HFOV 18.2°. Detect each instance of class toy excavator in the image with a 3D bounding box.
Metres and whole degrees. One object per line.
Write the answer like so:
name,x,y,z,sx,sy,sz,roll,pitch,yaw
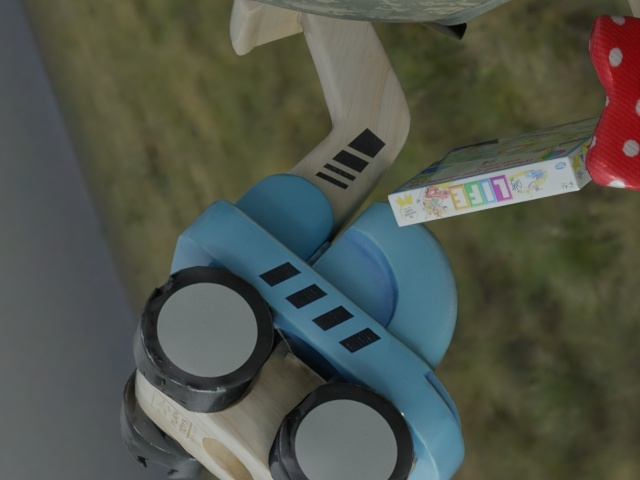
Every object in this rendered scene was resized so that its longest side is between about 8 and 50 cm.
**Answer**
toy excavator,0.000,0.000,1.696,0.433,0.445,0.222,40,154,10

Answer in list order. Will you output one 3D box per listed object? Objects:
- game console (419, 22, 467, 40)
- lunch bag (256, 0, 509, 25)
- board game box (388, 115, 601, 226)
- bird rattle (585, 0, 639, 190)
game console,-0.006,-0.333,2.280,0.361,0.044,0.213,27,180,28
lunch bag,0.019,-0.239,1.367,0.287,0.235,0.169,-158,77,-71
board game box,0.139,-0.052,1.446,0.103,0.154,0.026,-35,-72,-50
bird rattle,0.210,-0.080,1.012,0.143,0.253,0.207,-45,47,35
